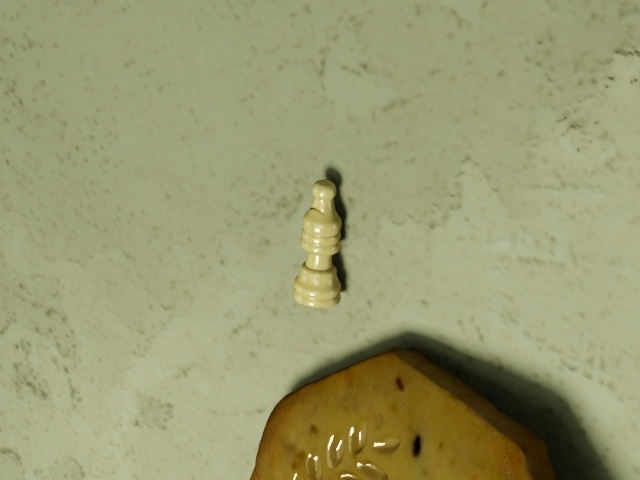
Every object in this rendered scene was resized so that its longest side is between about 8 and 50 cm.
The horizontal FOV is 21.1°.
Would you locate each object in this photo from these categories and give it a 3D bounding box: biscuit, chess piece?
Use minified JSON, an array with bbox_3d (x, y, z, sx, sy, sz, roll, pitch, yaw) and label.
[{"bbox_3d":[0.054,0.253,1.221,0.359,0.046,0.359,6,98,49],"label":"biscuit"},{"bbox_3d":[0.000,0.000,1.225,0.035,0.035,0.092,21,119,33],"label":"chess piece"}]
